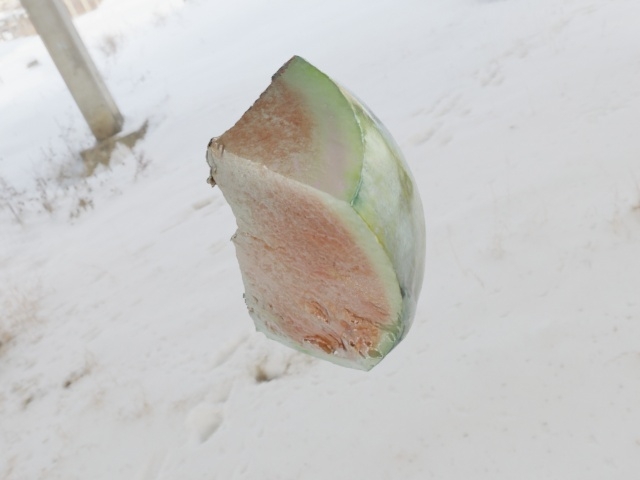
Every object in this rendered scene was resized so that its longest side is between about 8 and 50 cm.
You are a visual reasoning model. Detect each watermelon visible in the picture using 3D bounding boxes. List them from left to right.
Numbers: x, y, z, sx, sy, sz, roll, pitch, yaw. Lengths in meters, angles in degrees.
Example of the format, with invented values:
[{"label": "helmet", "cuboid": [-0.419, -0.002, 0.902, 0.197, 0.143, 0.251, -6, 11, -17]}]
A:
[{"label": "watermelon", "cuboid": [0.000, 0.000, 0.651, 0.180, 0.305, 0.223, -6, 53, -3]}]
